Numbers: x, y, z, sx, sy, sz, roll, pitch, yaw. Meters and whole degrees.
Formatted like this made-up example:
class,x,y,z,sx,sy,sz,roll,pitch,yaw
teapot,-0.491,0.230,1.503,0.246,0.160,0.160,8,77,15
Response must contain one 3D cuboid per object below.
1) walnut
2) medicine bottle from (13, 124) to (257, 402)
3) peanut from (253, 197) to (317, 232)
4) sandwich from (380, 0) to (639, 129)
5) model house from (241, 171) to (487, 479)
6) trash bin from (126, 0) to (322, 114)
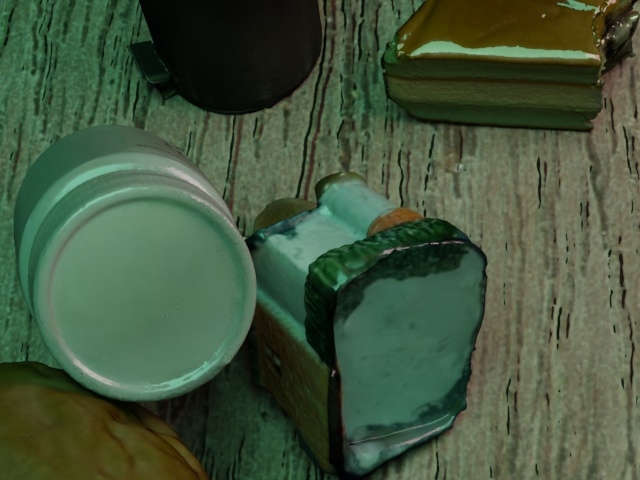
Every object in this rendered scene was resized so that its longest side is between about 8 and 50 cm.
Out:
class,x,y,z,sx,sy,sz,roll,pitch,yaw
walnut,-0.233,0.288,1.416,0.308,0.354,0.398,-35,41,-14
medicine bottle,-0.184,0.012,1.531,0.211,0.371,0.211,-2,102,-12
peanut,0.000,0.000,1.698,0.152,0.076,0.076,18,67,13
sandwich,0.214,-0.197,1.720,0.198,0.155,0.227,37,74,22
model house,0.003,0.052,1.602,0.184,0.253,0.291,-25,42,-28
trash bin,-0.104,-0.297,1.733,0.252,0.301,0.203,-22,62,-6
